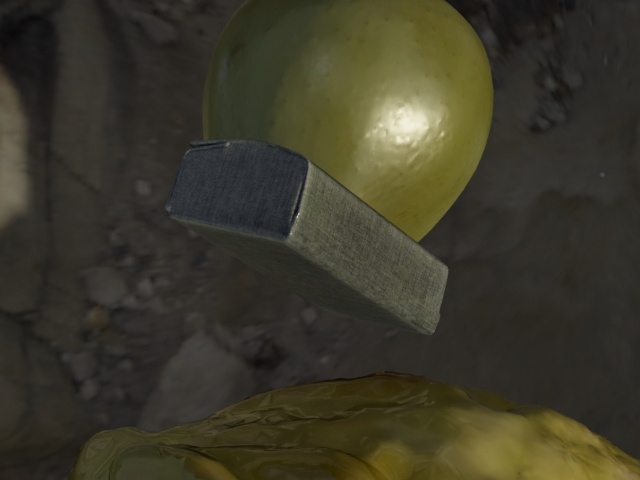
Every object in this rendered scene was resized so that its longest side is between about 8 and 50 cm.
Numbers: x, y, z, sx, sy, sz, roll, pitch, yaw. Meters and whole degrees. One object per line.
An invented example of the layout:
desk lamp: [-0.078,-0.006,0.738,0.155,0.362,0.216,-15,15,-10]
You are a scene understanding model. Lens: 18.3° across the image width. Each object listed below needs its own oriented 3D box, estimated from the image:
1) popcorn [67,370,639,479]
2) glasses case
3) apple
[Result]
popcorn: [0.015,0.130,0.486,0.253,0.190,0.191,30,135,3]
glasses case: [0.000,0.000,1.018,0.071,0.205,0.047,11,80,26]
apple: [0.014,-0.081,1.273,0.200,0.200,0.200,0,92,8]
